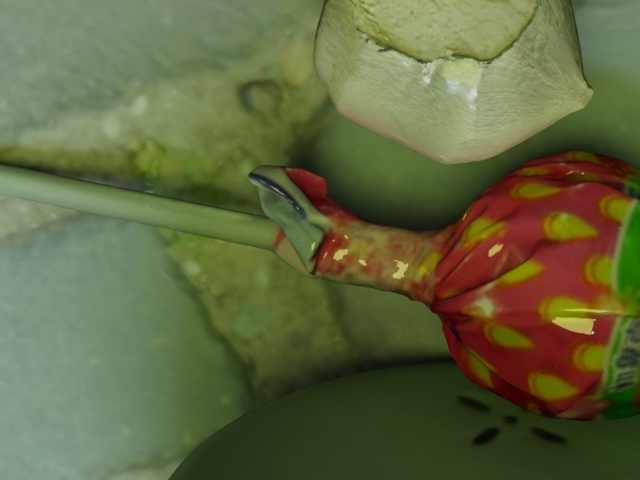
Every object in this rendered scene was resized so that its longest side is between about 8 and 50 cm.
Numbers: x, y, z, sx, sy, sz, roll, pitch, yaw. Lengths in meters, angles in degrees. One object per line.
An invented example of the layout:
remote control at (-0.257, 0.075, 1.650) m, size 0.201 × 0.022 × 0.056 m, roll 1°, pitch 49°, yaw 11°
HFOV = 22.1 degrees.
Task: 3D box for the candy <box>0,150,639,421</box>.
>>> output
candy at (0.000, 0.000, 0.774) m, size 0.365 × 0.124 × 0.124 m, roll 12°, pitch 112°, yaw 14°

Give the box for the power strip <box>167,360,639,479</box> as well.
power strip at (0.097, 0.190, 0.705) m, size 0.357 × 0.357 × 0.161 m, roll 4°, pitch 112°, yaw 5°

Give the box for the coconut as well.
coconut at (0.061, -0.087, 0.716) m, size 0.124 × 0.110 × 0.110 m, roll 19°, pitch 112°, yaw 3°
